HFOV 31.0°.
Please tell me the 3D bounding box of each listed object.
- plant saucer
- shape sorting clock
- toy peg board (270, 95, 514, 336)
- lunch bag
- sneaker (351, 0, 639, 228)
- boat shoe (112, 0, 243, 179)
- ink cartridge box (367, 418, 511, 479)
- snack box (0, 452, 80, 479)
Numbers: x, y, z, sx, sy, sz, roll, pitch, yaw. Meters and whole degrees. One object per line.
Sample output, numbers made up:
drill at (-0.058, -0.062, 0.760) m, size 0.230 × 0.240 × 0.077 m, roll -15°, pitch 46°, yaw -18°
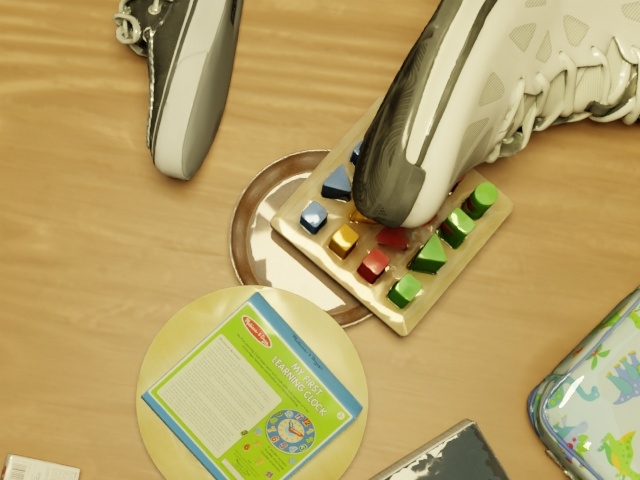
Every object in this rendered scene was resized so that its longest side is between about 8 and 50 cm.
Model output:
plant saucer at (0.000, 0.000, 1.066) m, size 0.168 × 0.029 × 0.168 m, roll 0°, pitch 81°, yaw -1°
shape sorting clock at (-0.060, 0.142, 1.028) m, size 0.206 × 0.040 × 0.206 m, roll 0°, pitch 94°, yaw 3°
toy peg board at (0.067, -0.029, 1.018) m, size 0.160 × 0.079 × 0.161 m, roll 40°, pitch 80°, yaw 4°
lunch bag at (0.307, 0.141, 1.021) m, size 0.176 × 0.090 × 0.219 m, roll 45°, pitch 82°, yaw 6°
sneaker at (0.215, -0.144, 0.979) m, size 0.257 × 0.169 × 0.447 m, roll 31°, pitch 56°, yaw -1°
boat shoe at (-0.134, -0.204, 1.056) m, size 0.105 × 0.113 × 0.306 m, roll 7°, pitch 77°, yaw 6°
ink cartridge box at (0.100, 0.297, 1.011) m, size 0.208 × 0.045 × 0.206 m, roll -32°, pitch 83°, yaw -5°
snack box at (-0.263, 0.279, 1.001) m, size 0.064 × 0.022 × 0.178 m, roll 18°, pitch 79°, yaw -24°
